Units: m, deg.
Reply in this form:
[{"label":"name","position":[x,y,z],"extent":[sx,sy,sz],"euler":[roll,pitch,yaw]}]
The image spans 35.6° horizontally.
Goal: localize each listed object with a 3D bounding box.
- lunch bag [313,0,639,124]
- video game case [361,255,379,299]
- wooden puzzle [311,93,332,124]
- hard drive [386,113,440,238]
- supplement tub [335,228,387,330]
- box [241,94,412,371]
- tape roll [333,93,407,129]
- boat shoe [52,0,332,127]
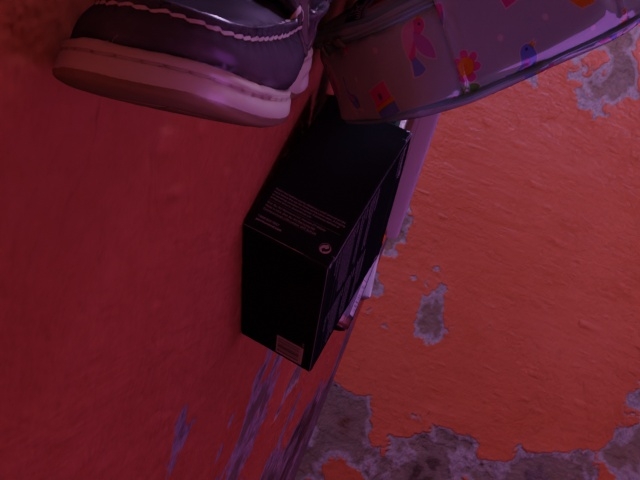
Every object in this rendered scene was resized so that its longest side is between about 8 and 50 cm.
[{"label":"lunch bag","position":[0.131,-0.196,0.884],"extent":[0.108,0.279,0.224],"euler":[68,-11,-15]},{"label":"video game case","position":[0.055,-0.001,1.502],"extent":[0.212,0.023,0.193],"euler":[153,-49,-74]},{"label":"wooden puzzle","position":[-0.004,-0.112,1.118],"extent":[0.078,0.014,0.116],"euler":[29,83,-83]},{"label":"hard drive","position":[0.139,-0.210,1.513],"extent":[0.233,0.047,0.353],"euler":[-89,-169,-48]},{"label":"supplement tub","position":[0.025,0.015,1.350],"extent":[0.106,0.106,0.198],"euler":[75,36,-78]},{"label":"box","position":[0.000,0.000,1.083],"extent":[0.184,0.103,0.261],"euler":[-55,168,-27]},{"label":"tape roll","position":[0.090,-0.230,1.168],"extent":[0.321,0.077,0.321],"euler":[19,90,-84]},{"label":"boat shoe","position":[-0.047,-0.113,0.477],"extent":[0.285,0.103,0.092],"euler":[-56,161,-75]}]
